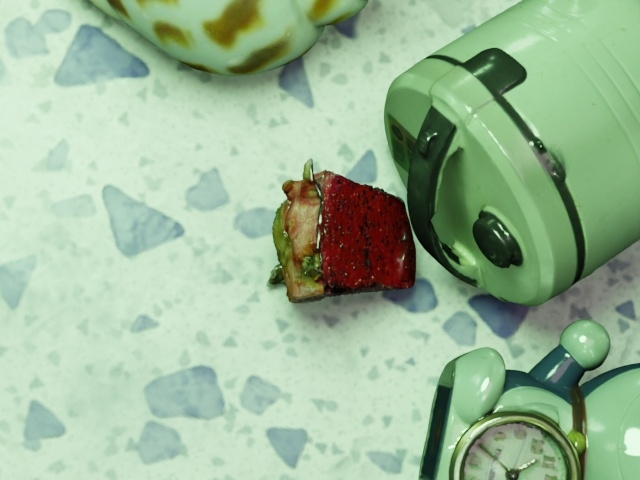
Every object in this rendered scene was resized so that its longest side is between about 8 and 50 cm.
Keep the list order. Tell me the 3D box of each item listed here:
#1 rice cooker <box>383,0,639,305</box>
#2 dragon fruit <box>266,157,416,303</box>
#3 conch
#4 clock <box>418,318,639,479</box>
[{"bbox_3d":[0.171,-0.075,1.430,0.244,0.226,0.226,-35,89,-18],"label":"rice cooker"},{"bbox_3d":[0.000,0.000,1.435,0.147,0.096,0.102,15,76,-54],"label":"dragon fruit"},{"bbox_3d":[-0.067,-0.220,1.431,0.275,0.149,0.183,10,73,-13],"label":"conch"},{"bbox_3d":[0.207,0.162,1.424,0.243,0.146,0.199,10,82,-7],"label":"clock"}]
